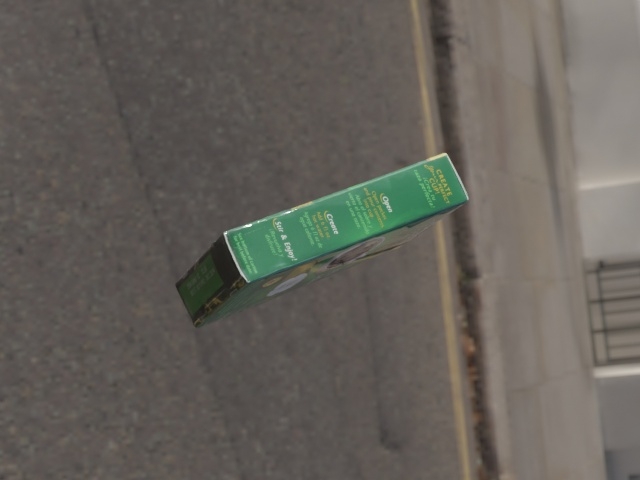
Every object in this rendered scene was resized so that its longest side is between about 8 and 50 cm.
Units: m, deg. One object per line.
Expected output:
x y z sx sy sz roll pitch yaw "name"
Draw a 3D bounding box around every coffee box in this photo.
0.000 0.000 0.949 0.184 0.113 0.040 -21 80 -28 "coffee box"
